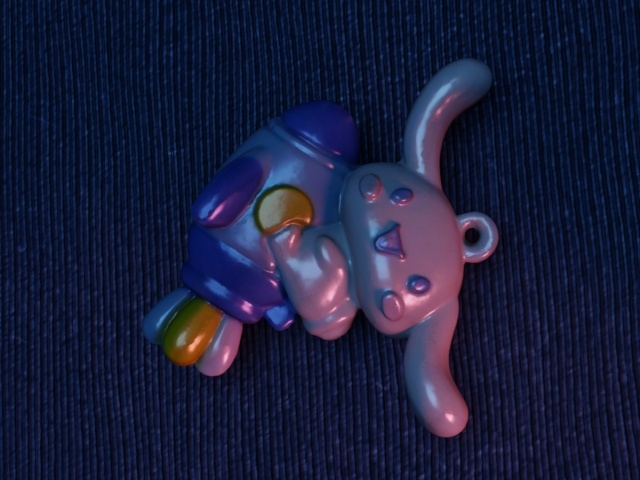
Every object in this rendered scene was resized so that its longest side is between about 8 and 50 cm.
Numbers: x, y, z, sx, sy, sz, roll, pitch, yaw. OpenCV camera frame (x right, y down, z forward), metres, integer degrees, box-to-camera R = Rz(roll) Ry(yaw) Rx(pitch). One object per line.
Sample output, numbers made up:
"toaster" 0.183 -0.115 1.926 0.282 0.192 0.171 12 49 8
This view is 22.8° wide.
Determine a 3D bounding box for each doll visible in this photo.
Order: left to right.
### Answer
"doll" -0.001 -0.004 1.631 0.366 0.187 0.376 2 62 8
